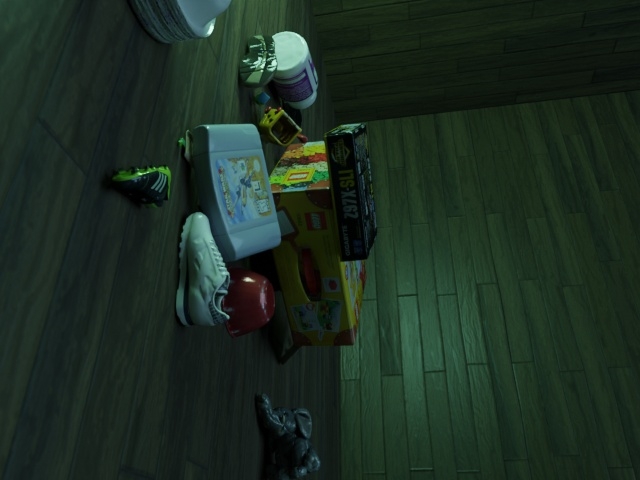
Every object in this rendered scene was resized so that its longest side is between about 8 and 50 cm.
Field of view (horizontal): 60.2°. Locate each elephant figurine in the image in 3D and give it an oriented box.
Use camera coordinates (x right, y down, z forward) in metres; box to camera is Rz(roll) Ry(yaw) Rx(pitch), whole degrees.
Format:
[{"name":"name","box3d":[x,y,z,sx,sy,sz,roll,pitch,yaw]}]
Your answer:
[{"name":"elephant figurine","box3d":[-0.092,0.548,1.573,0.186,0.169,0.239,128,-52,-59]}]

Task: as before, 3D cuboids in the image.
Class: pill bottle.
[{"name":"pill bottle","box3d":[-0.101,-0.612,2.036,0.301,0.169,0.169,58,28,-72]}]

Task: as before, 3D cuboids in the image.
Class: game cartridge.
[{"name":"game cartridge","box3d":[-0.187,-0.111,1.230,0.198,0.062,0.297,-22,102,-61]}]

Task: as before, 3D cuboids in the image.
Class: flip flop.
[{"name":"flip flop","box3d":[-0.188,-0.541,1.694,0.080,0.112,0.277,97,-8,-45]}]

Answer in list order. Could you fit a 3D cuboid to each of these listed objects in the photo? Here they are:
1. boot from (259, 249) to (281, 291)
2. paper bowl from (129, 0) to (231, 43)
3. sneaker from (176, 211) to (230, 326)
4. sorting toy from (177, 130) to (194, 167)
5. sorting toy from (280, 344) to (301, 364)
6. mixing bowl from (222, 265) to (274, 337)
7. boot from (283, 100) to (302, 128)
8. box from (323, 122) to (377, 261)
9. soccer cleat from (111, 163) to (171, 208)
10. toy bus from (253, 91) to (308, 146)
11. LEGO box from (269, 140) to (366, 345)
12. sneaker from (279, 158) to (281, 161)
[{"name":"boot","box3d":[-0.146,0.022,1.626,0.246,0.094,0.207,82,3,-62]},{"name":"paper bowl","box3d":[-0.259,-0.526,1.033,0.284,0.148,0.284,-6,90,-82]},{"name":"sneaker","box3d":[-0.226,0.055,1.100,0.090,0.094,0.235,54,31,-71]},{"name":"sorting toy","box3d":[-0.279,-0.198,1.156,0.083,0.012,0.062,69,19,-65]},{"name":"sorting toy","box3d":[-0.052,0.316,1.847,0.229,0.041,0.307,-40,172,-39]},{"name":"mixing bowl","box3d":[-0.172,0.152,1.386,0.181,0.098,0.181,-4,90,-81]},{"name":"boot","box3d":[-0.108,-0.512,2.264,0.137,0.076,0.198,23,64,-86]},{"name":"box","box3d":[0.087,-0.134,1.447,0.257,0.079,0.322,-59,143,-71]},{"name":"soccer cleat","box3d":[-0.285,-0.087,0.906,0.179,0.060,0.072,-61,147,-80]},{"name":"toy bus","box3d":[-0.150,-0.361,1.781,0.104,0.191,0.202,-49,161,-6]},{"name":"LEGO box","box3d":[0.000,0.000,1.636,0.372,0.193,0.500,-72,156,-58]},{"name":"sneaker","box3d":[-0.094,-0.254,2.055,0.305,0.114,0.152,-75,160,-66]}]
